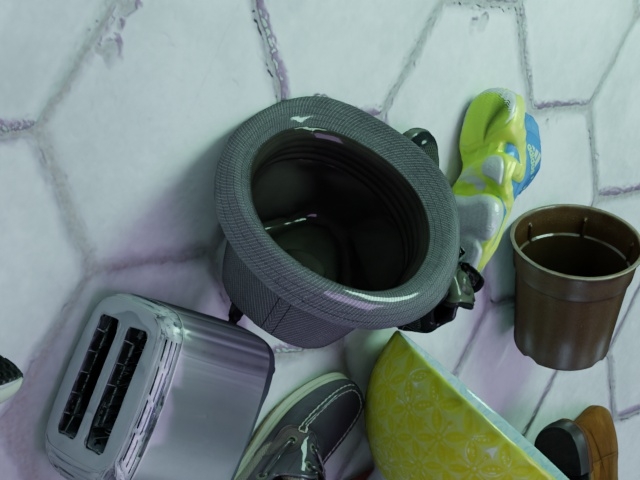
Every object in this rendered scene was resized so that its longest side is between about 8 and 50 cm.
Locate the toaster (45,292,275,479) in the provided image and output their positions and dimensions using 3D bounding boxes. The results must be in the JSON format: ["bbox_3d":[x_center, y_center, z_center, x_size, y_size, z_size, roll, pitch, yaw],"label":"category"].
[{"bbox_3d":[-0.141,0.140,1.109,0.146,0.129,0.227,26,85,-49],"label":"toaster"}]

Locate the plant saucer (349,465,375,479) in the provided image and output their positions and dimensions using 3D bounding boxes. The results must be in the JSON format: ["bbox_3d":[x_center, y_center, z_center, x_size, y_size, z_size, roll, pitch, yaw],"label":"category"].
[{"bbox_3d":[0.097,0.397,1.491,0.258,0.047,0.259,-22,105,-37],"label":"plant saucer"}]

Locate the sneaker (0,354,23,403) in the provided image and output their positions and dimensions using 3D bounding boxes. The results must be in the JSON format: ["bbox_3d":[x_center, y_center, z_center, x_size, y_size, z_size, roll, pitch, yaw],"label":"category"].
[{"bbox_3d":[-0.310,0.138,0.978,0.161,0.057,0.075,-19,137,-45],"label":"sneaker"}]

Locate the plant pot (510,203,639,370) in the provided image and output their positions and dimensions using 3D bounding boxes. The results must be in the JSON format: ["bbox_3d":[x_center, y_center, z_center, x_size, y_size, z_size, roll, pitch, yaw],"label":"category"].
[{"bbox_3d":[0.316,0.065,1.594,0.167,0.167,0.165,-31,136,-37],"label":"plant pot"}]

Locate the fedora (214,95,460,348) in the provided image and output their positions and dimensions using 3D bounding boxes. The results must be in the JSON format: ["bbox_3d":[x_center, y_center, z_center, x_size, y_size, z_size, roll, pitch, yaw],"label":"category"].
[{"bbox_3d":[0.000,0.000,1.176,0.124,0.243,0.275,-56,-170,39],"label":"fedora"}]

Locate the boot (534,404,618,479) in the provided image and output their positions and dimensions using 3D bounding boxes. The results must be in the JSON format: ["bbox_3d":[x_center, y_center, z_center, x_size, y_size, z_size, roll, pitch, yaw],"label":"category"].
[{"bbox_3d":[0.369,0.375,1.766,0.280,0.096,0.264,8,70,-66],"label":"boot"}]

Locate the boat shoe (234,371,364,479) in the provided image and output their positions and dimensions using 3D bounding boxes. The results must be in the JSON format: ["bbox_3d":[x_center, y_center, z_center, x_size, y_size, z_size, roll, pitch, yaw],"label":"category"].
[{"bbox_3d":[-0.038,0.253,1.304,0.285,0.092,0.103,-40,132,-32],"label":"boat shoe"}]

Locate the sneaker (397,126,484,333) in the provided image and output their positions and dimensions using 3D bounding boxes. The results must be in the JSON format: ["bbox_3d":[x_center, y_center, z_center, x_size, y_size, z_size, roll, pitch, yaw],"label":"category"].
[{"bbox_3d":[0.123,-0.004,1.350,0.087,0.130,0.228,-9,111,-49],"label":"sneaker"}]

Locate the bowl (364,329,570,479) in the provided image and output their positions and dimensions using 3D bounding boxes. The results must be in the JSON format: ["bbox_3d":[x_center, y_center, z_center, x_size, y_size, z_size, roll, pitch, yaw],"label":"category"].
[{"bbox_3d":[0.142,0.252,1.393,0.156,0.289,0.289,-49,140,2],"label":"bowl"}]

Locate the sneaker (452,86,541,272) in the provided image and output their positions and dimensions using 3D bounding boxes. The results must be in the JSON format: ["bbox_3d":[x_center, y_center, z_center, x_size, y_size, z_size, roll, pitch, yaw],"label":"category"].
[{"bbox_3d":[0.205,-0.051,1.453,0.126,0.091,0.240,15,94,-52],"label":"sneaker"}]
